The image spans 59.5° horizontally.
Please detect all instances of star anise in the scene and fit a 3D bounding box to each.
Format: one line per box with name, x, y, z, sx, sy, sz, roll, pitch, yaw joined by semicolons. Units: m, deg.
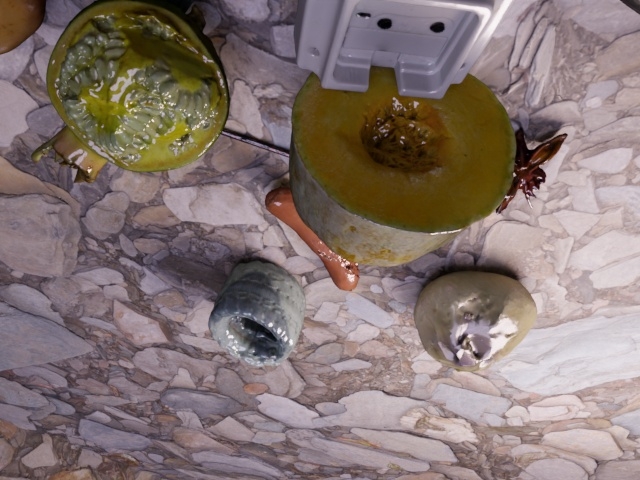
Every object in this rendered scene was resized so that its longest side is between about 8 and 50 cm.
star anise;0.353;-0.122;1.000;0.158;0.144;0.140;-10;90;10

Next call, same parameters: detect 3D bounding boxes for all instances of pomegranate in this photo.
pomegranate;-0.493;-0.355;0.788;0.191;0.191;0.191;5;138;5
pomegranate;-0.293;-0.211;0.850;0.341;0.260;0.260;-35;125;12

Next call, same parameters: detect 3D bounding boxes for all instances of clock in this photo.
clock;0.107;-0.293;0.722;0.263;0.116;0.231;2;162;-10

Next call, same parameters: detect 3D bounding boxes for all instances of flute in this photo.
flute;-0.085;-0.169;1.046;0.270;0.014;0.014;18;137;-10

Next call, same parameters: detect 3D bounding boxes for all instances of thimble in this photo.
thimble;-0.142;0.174;1.321;0.205;0.171;0.250;-5;133;22

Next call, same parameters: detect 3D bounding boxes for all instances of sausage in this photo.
sausage;0.001;-0.001;1.167;0.087;0.079;0.326;-26;129;19

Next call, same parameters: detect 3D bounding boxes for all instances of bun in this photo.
bun;0.342;0.190;1.255;0.273;0.168;0.272;2;130;3

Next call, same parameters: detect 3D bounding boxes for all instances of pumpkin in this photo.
pumpkin;0.111;-0.116;0.866;0.333;0.332;0.199;11;153;-2

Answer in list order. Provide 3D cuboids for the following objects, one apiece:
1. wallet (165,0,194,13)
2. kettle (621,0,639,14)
wallet;-0.234;-0.396;0.813;0.129;0.026;0.088;34;132;-25
kettle;0.400;-0.439;0.530;0.361;0.250;0.376;36;138;1
